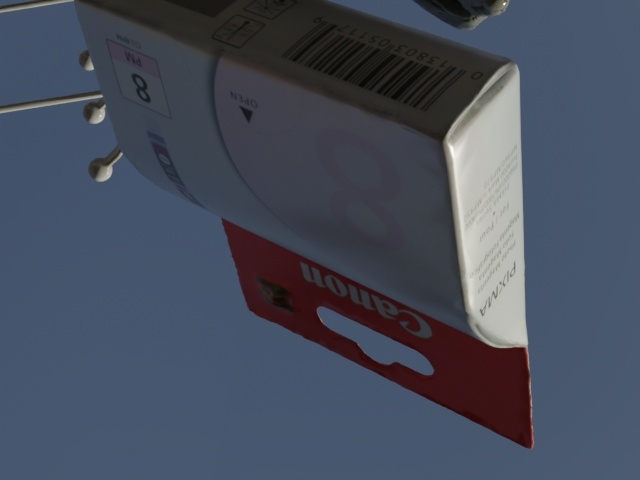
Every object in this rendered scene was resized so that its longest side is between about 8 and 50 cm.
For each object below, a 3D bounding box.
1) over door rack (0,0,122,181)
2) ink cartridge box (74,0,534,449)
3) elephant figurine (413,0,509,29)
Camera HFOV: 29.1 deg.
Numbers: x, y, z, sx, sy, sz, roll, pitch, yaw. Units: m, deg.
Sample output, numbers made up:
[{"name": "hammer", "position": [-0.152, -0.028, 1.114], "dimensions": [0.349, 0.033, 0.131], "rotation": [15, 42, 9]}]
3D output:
[{"name": "over door rack", "position": [-0.254, -0.158, 1.145], "dimensions": [0.324, 0.108, 0.239], "rotation": [-1, -146, -14]}, {"name": "ink cartridge box", "position": [0.000, 0.000, 0.540], "dimensions": [0.189, 0.232, 0.066], "rotation": [24, -130, 31]}, {"name": "elephant figurine", "position": [0.168, -0.343, 1.248], "dimensions": [0.186, 0.169, 0.239], "rotation": [33, -111, -6]}]
